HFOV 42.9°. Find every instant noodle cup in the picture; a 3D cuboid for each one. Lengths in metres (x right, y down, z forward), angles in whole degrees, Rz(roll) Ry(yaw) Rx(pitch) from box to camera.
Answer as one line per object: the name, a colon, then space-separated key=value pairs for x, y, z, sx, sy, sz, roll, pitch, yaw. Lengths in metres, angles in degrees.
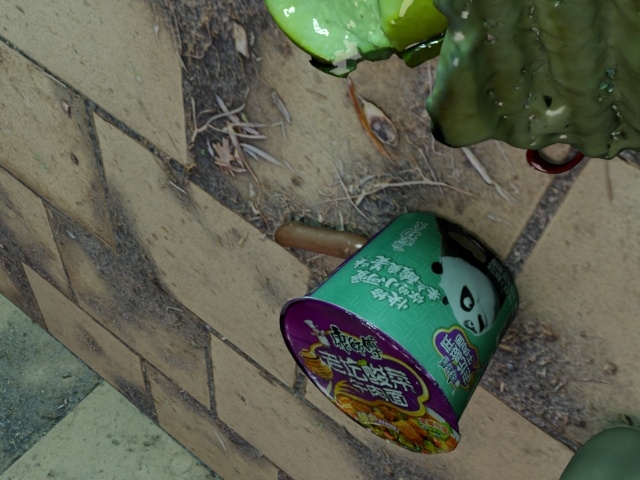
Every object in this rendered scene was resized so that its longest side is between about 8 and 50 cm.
instant noodle cup: x=0.105 y=0.098 z=0.964 sx=0.251 sy=0.190 sz=0.251 roll=31 pitch=149 yaw=21

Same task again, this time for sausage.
sausage: x=0.000 y=0.000 z=1.126 sx=0.186 sy=0.043 sz=0.043 roll=11 pitch=137 yaw=44

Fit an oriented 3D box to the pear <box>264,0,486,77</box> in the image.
pear: x=0.033 y=-0.274 z=0.607 sx=0.292 sy=0.159 sz=0.292 roll=32 pitch=147 yaw=24

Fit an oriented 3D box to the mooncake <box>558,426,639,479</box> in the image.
mooncake: x=0.405 y=0.337 z=0.958 sx=0.275 sy=0.135 sz=0.275 roll=29 pitch=145 yaw=23

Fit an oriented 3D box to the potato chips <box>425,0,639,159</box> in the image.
potato chips: x=0.252 y=-0.159 z=0.492 sx=0.373 sy=0.097 sz=0.389 roll=12 pitch=143 yaw=5

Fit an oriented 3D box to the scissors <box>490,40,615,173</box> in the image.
scissors: x=0.235 y=-0.139 z=0.671 sx=0.144 sy=0.017 sz=0.248 roll=50 pitch=149 yaw=-12
